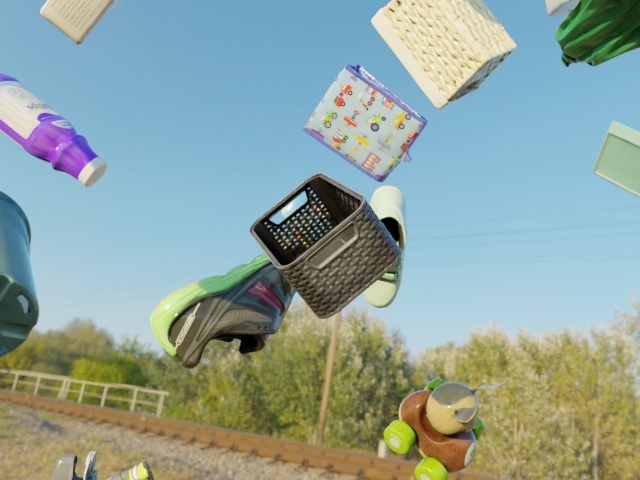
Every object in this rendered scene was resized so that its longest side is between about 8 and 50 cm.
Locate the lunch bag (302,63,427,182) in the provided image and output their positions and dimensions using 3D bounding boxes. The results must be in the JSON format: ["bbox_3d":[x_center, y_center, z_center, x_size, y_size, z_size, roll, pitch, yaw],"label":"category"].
[{"bbox_3d":[0.139,-0.317,1.618,0.293,0.221,0.138,40,25,6],"label":"lunch bag"}]

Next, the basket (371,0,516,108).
[{"bbox_3d":[0.176,-0.289,0.810,0.113,0.167,0.103,-33,-5,-41],"label":"basket"}]

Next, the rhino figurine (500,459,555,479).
[{"bbox_3d":[0.331,0.444,0.877,0.106,0.243,0.073,-8,9,33],"label":"rhino figurine"}]

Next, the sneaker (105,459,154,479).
[{"bbox_3d":[-0.426,0.655,1.310,0.121,0.299,0.111,-9,5,-12],"label":"sneaker"}]

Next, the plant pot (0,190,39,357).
[{"bbox_3d":[-0.819,0.089,1.330,0.341,0.341,0.334,28,12,-49],"label":"plant pot"}]

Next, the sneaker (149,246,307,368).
[{"bbox_3d":[-0.159,0.155,1.370,0.483,0.202,0.185,-23,-6,-31],"label":"sneaker"}]

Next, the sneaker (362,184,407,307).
[{"bbox_3d":[0.110,0.041,1.071,0.094,0.255,0.151,4,26,6],"label":"sneaker"}]

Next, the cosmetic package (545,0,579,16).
[{"bbox_3d":[0.416,-0.604,0.859,0.162,0.452,0.230,-11,7,6],"label":"cosmetic package"}]

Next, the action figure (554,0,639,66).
[{"bbox_3d":[0.359,-0.276,0.706,0.137,0.063,0.232,35,-11,0],"label":"action figure"}]

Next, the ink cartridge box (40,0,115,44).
[{"bbox_3d":[-0.241,-0.429,0.793,0.296,0.261,0.066,-40,-61,20],"label":"ink cartridge box"}]

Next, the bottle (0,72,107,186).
[{"bbox_3d":[-0.571,-0.223,1.183,0.283,0.092,0.118,39,15,-3],"label":"bottle"}]

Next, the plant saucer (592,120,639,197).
[{"bbox_3d":[0.370,-0.056,0.596,0.018,0.192,0.067,-20,-47,-28],"label":"plant saucer"}]

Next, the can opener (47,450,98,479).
[{"bbox_3d":[-0.467,0.526,1.078,0.095,0.283,0.076,10,10,-11],"label":"can opener"}]

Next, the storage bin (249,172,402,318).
[{"bbox_3d":[0.000,0.000,0.692,0.084,0.122,0.180,52,-4,-24],"label":"storage bin"}]

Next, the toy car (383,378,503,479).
[{"bbox_3d":[0.224,0.291,0.939,0.155,0.149,0.188,-32,-15,-40],"label":"toy car"}]

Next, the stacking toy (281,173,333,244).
[{"bbox_3d":[-0.013,-0.027,1.569,0.166,0.175,0.302,43,-22,7],"label":"stacking toy"}]
